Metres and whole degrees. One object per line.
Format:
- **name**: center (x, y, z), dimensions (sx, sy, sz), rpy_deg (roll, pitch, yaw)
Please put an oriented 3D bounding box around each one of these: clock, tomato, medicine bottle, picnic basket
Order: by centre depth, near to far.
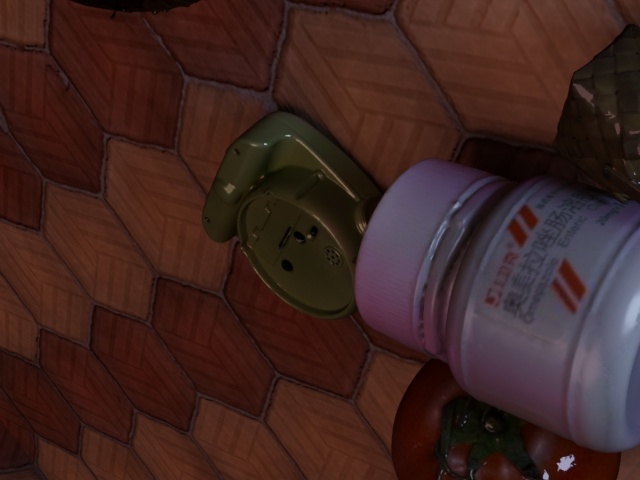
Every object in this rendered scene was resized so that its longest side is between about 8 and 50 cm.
- **picnic basket**: center (0.305, -0.088, 1.061), dimensions (0.178, 0.128, 0.138), rpy_deg (37, 161, 18)
- **medicine bottle**: center (0.210, 0.052, 1.191), dimensions (0.302, 0.241, 0.241), rpy_deg (22, 137, 33)
- **tomato**: center (0.211, 0.237, 1.354), dimensions (0.256, 0.256, 0.224), rpy_deg (25, 166, 29)
- **clock**: center (0.000, 0.000, 1.489), dimensions (0.308, 0.096, 0.235), rpy_deg (41, 143, 8)

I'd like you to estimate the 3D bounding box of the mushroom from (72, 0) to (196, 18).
- **mushroom**: center (-0.195, -0.345, 1.238), dimensions (0.297, 0.163, 0.278), rpy_deg (-20, 143, 30)
